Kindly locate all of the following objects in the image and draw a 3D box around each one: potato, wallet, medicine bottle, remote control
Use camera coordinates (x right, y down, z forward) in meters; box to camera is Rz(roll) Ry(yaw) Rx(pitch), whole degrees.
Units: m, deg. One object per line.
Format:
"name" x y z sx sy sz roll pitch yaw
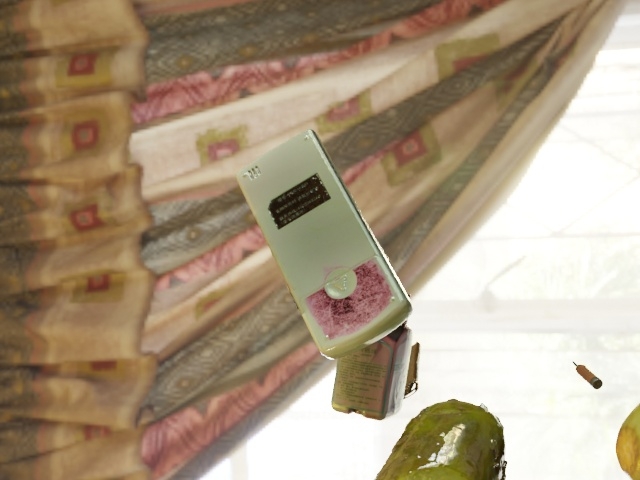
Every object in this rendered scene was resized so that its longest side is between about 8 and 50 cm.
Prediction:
"potato" 0.128 0.320 1.141 0.298 0.141 0.176 -53 -13 -29
"wallet" 0.171 0.312 2.108 0.039 0.133 0.243 53 -166 -7
"medicine bottle" 0.083 0.167 1.413 0.119 0.094 0.187 12 -93 -71
"remote control" 0.000 0.000 1.345 0.344 0.145 0.050 63 -173 30

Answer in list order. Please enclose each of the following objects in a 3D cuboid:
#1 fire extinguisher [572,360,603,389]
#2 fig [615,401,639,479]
"fire extinguisher" 0.506 0.254 1.789 0.028 0.022 0.083 44 -176 -23
"fig" 0.638 0.315 1.518 0.258 0.326 0.258 168 90 -87
